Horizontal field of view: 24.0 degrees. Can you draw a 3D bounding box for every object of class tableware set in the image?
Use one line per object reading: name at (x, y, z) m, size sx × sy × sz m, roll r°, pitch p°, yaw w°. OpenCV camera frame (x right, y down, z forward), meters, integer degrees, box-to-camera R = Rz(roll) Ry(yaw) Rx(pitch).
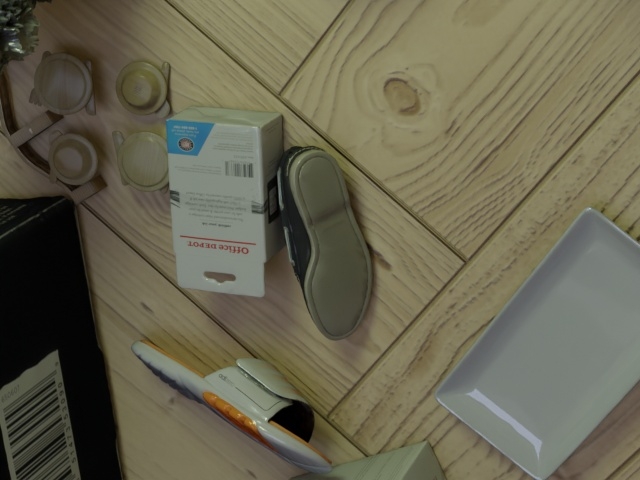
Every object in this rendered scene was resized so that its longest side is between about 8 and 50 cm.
tableware set at (-0.221, -0.121, 1.553) m, size 0.168 × 0.020 × 0.141 m, roll 5°, pitch 104°, yaw 11°

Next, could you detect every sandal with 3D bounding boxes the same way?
sandal at (-0.086, 0.151, 1.582) m, size 0.265 × 0.102 × 0.076 m, roll 30°, pitch 77°, yaw 26°

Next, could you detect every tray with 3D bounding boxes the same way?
tray at (0.239, 0.102, 1.463) m, size 0.145 × 0.030 × 0.270 m, roll 38°, pitch 119°, yaw 4°

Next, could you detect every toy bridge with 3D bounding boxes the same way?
toy bridge at (-0.304, -0.120, 1.601) m, size 0.063 × 0.026 × 0.188 m, roll -29°, pitch 98°, yaw 29°

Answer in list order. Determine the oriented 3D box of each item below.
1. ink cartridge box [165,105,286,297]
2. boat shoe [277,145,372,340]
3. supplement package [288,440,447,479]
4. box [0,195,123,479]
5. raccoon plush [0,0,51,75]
ink cartridge box at (-0.094, -0.040, 1.526) m, size 0.104 × 0.060 × 0.180 m, roll 6°, pitch 112°, yaw 19°
boat shoe at (0.000, 0.000, 1.517) m, size 0.065 × 0.075 × 0.206 m, roll 31°, pitch 137°, yaw 59°
supplement package at (0.041, 0.296, 1.574) m, size 0.179 × 0.105 × 0.105 m, roll -19°, pitch 101°, yaw 27°
box at (-0.502, 0.213, 1.662) m, size 0.472 × 0.297 × 0.480 m, roll 1°, pitch 110°, yaw 24°
raccoon plush at (-0.320, -0.333, 1.315) m, size 0.216 × 0.299 × 0.446 m, roll 11°, pitch 133°, yaw 13°
